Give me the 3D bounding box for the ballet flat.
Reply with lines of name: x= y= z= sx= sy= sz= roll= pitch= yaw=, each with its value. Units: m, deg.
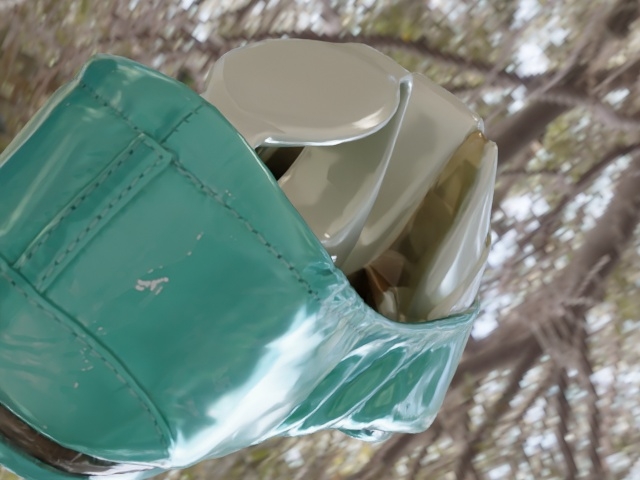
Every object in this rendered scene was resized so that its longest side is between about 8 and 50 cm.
ballet flat: x=0.000 y=0.000 z=0.425 sx=0.083 sy=0.247 sz=0.087 roll=43 pitch=-78 yaw=12
